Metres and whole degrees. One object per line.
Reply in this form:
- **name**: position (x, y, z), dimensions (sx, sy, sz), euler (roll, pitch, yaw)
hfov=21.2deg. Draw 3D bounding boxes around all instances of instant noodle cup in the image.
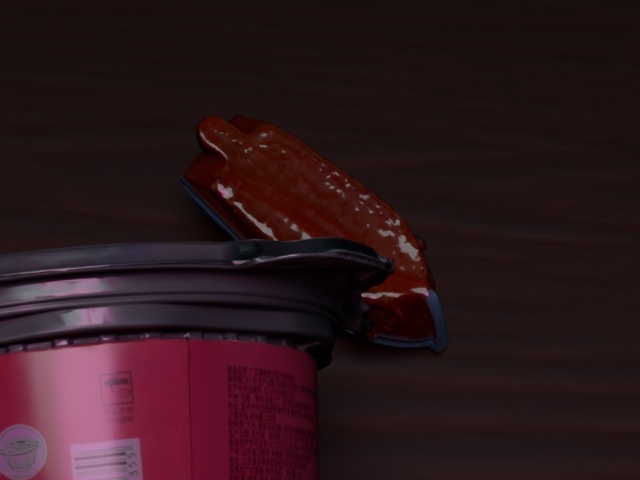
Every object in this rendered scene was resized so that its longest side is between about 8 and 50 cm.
- **instant noodle cup**: position (-0.100, 0.120, 0.751), dimensions (0.258, 0.302, 0.182), euler (9, 68, -47)

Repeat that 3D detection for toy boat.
- **toy boat**: position (0.000, 0.000, 0.911), dimensions (0.173, 0.059, 0.069), euler (36, 66, 9)
